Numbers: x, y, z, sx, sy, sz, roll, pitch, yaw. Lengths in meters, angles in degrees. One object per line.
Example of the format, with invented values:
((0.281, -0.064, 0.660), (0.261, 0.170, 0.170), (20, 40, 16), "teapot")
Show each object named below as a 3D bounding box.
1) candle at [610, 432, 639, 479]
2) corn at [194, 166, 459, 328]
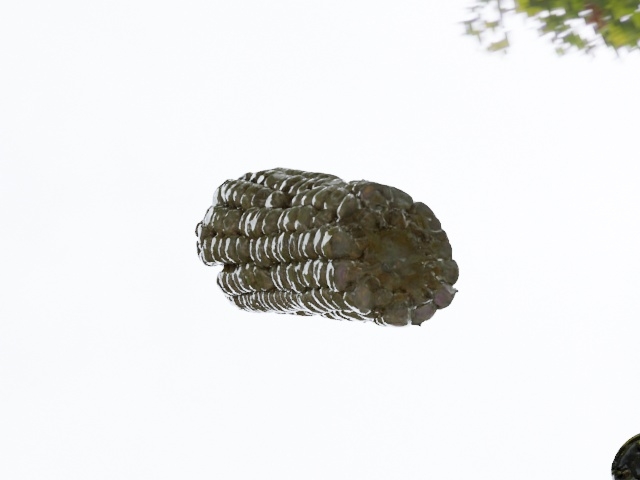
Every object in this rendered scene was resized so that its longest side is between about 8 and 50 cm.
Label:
((0.223, 0.167, 1.039), (0.052, 0.052, 0.130), (-18, -41, 22), "candle")
((0.000, 0.000, 0.882), (0.087, 0.211, 0.087), (0, -91, -23), "corn")
